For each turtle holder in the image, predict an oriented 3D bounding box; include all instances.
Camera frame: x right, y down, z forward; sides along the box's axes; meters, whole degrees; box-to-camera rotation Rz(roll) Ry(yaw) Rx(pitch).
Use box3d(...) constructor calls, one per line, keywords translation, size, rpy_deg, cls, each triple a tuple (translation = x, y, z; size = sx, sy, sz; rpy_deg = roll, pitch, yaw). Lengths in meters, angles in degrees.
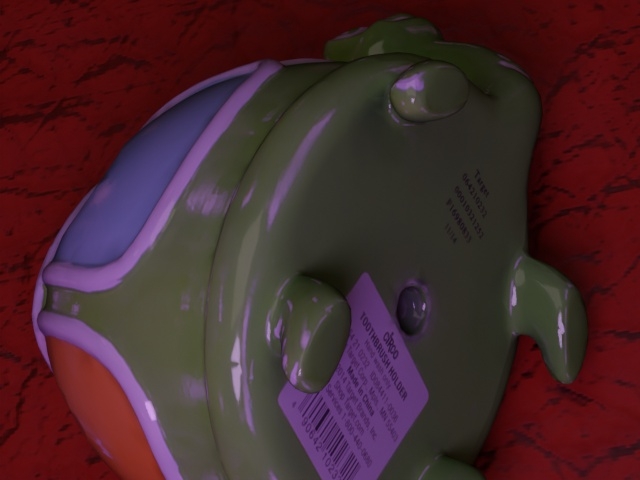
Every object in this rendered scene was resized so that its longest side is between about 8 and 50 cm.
box3d(translation=(-0.012, 0.000, 0.984), size=(0.227, 0.243, 0.320), rpy_deg=(3, 74, 38), cls="turtle holder")
